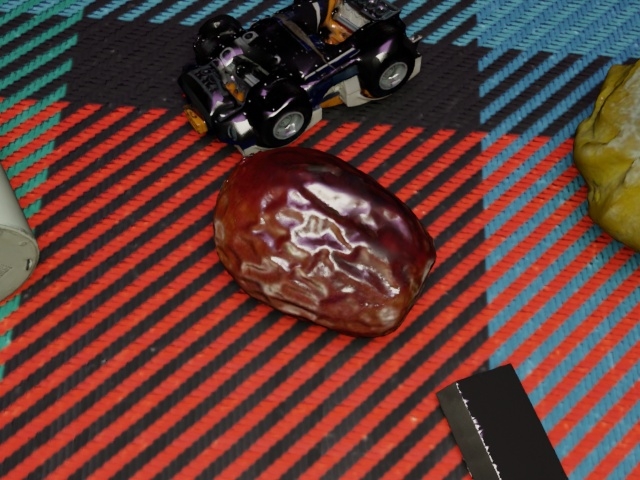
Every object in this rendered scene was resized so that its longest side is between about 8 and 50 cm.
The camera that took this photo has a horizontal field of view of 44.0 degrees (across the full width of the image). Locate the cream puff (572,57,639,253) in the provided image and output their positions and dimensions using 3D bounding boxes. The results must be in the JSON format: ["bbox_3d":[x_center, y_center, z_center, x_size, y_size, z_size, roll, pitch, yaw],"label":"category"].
[{"bbox_3d":[0.443,-0.087,0.918,0.274,0.270,0.323,5,59,37],"label":"cream puff"}]

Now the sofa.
[{"bbox_3d":[0.192,0.215,0.849,0.085,0.060,0.147,-13,66,-27],"label":"sofa"}]

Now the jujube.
[{"bbox_3d":[0.000,0.000,0.864,0.243,0.183,0.183,30,68,11],"label":"jujube"}]

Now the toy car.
[{"bbox_3d":[-0.032,-0.220,0.994,0.301,0.118,0.193,-31,62,-15],"label":"toy car"}]

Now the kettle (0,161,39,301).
[{"bbox_3d":[-0.479,-0.078,0.843,0.265,0.205,0.318,-13,65,-34],"label":"kettle"}]
